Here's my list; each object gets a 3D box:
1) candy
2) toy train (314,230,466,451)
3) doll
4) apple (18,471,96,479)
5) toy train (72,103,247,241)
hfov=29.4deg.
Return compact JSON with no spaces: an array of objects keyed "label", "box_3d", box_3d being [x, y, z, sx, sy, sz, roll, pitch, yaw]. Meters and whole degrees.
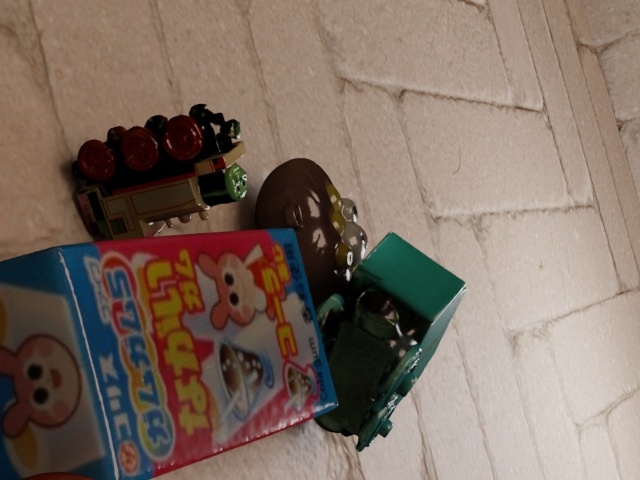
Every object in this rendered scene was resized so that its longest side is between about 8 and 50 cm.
[{"label":"candy","box_3d":[-0.110,0.079,0.875,0.306,0.100,0.157,-4,80,-62]},{"label":"toy train","box_3d":[0.048,0.089,1.072,0.107,0.198,0.154,34,54,13]},{"label":"doll","box_3d":[-0.001,-0.009,1.143,0.188,0.096,0.145,-36,115,-72]},{"label":"apple","box_3d":[-0.150,0.211,0.676,0.131,0.146,0.146,63,28,-31]},{"label":"toy train","box_3d":[-0.115,-0.048,0.895,0.087,0.138,0.050,71,24,-15]}]
